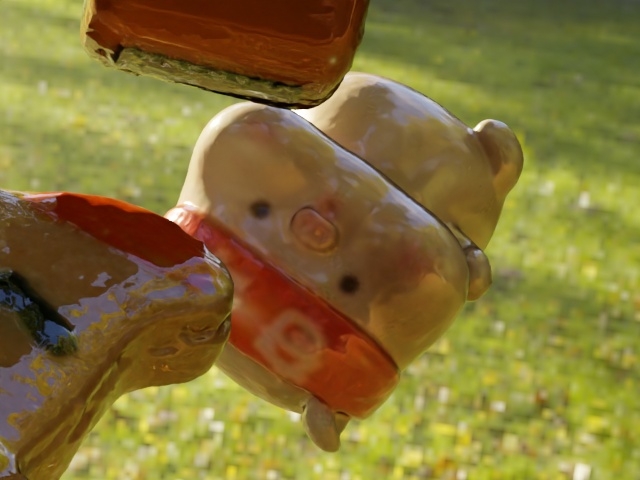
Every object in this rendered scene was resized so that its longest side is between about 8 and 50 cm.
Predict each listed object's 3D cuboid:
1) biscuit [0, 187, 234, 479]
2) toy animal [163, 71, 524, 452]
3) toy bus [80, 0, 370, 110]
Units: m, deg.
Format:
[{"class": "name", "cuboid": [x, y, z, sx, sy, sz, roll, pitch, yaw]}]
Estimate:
[{"class": "biscuit", "cuboid": [-0.112, 0.048, 0.452, 0.165, 0.036, 0.250, 21, 38, 4]}, {"class": "toy animal", "cuboid": [0.000, 0.000, 1.007, 0.171, 0.171, 0.198, 13, 40, 23]}, {"class": "toy bus", "cuboid": [0.011, -0.240, 0.584, 0.093, 0.409, 0.092, 12, 9, -8]}]
